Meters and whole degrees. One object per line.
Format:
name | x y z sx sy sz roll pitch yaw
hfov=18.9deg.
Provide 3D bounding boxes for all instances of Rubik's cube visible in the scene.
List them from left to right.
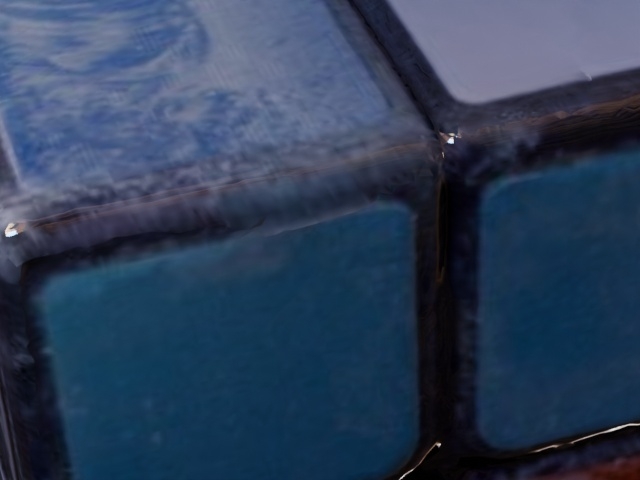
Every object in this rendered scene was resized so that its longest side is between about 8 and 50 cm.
Rubik's cube | 0.000 0.000 0.815 0.318 0.313 0.316 -13 129 -12
